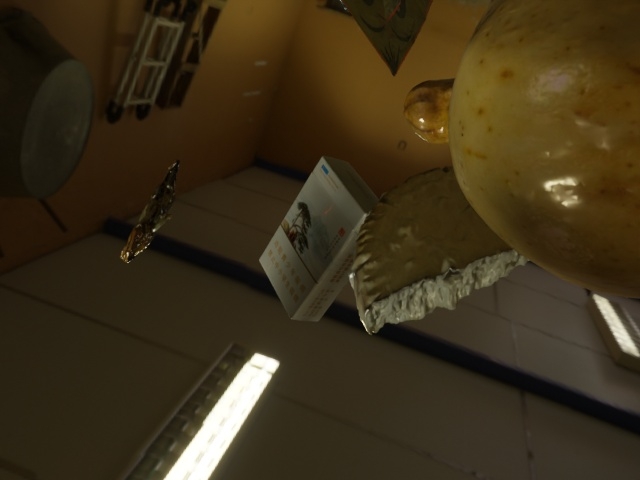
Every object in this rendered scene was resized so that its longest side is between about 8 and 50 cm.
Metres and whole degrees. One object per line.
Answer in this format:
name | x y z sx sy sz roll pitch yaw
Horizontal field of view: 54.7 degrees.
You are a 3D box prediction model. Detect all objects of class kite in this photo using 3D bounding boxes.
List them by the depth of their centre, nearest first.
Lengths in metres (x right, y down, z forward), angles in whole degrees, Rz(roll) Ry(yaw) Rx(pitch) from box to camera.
kite | 0.096 -0.433 1.039 0.013 0.327 0.378 -10 179 40

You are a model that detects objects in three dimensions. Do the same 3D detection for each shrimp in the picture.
shrimp | -0.373 -0.058 1.408 0.066 0.262 0.117 26 -168 -15

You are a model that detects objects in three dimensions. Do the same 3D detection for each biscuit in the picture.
biscuit | 0.151 -0.007 0.806 0.179 0.281 0.084 60 173 24

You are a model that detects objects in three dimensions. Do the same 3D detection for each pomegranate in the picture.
pomegranate | 0.283 -0.132 0.625 0.411 0.409 0.410 17 -161 -6

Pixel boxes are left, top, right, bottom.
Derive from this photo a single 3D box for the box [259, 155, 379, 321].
box | 0.000 -0.001 1.004 0.067 0.233 0.149 6 -142 -42
